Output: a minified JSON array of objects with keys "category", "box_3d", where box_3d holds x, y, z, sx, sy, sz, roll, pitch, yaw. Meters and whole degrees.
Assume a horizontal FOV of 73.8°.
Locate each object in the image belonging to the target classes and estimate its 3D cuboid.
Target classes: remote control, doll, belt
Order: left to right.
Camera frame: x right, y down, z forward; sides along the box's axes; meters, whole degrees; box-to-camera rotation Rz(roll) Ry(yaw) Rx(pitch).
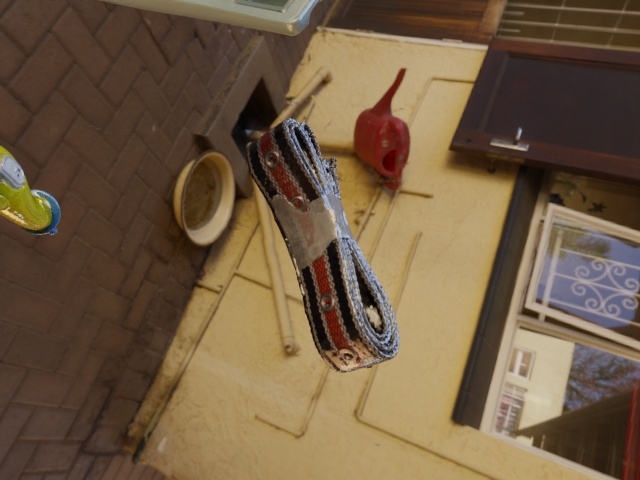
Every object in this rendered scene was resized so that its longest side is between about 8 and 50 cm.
[{"category":"doll","box_3d":[-0.738,-0.115,0.986,0.145,0.199,0.363,-29,147,-8]},{"category":"remote control","box_3d":[-0.127,-0.270,0.449,0.103,0.293,0.051,-62,158,-21]},{"category":"belt","box_3d":[0.000,0.000,0.586,0.126,0.094,0.360,7,58,-58]}]
